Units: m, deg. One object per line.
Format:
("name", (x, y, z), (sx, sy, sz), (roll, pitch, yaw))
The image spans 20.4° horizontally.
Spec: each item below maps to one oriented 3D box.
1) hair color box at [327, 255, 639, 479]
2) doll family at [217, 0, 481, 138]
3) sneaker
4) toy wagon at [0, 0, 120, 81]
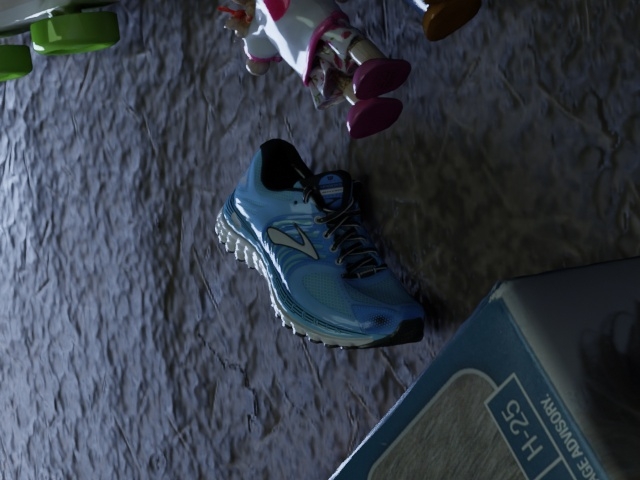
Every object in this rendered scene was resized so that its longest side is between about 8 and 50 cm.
("hair color box", (0.188, 0.084, 0.483), (0.174, 0.347, 0.105), (60, 138, 24))
("doll family", (0.020, -0.187, 0.868), (0.163, 0.118, 0.263), (49, 151, 27))
("sneaker", (0.000, 0.000, 0.950), (0.162, 0.063, 0.073), (42, 125, 39))
("toy wagon", (-0.178, -0.249, 1.127), (0.344, 0.068, 0.267), (-7, 92, 52))
